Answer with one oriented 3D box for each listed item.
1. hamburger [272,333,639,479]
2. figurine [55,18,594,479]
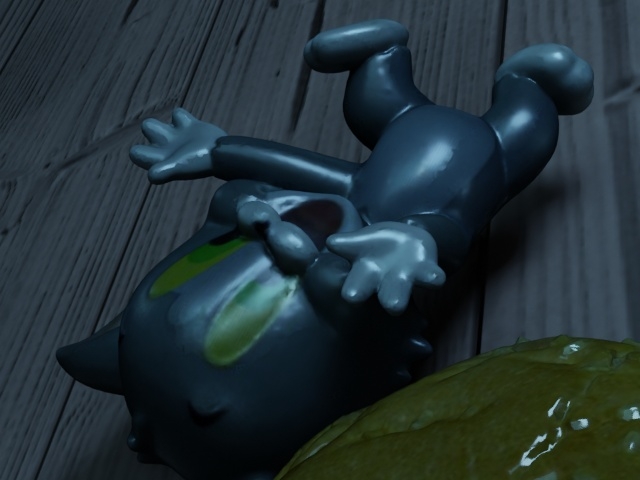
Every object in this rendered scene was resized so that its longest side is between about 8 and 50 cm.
[{"bbox_3d":[0.039,0.147,0.333,0.211,0.132,0.309,11,56,44],"label":"hamburger"},{"bbox_3d":[0.003,0.000,0.543,0.193,0.140,0.265,31,55,29],"label":"figurine"}]
